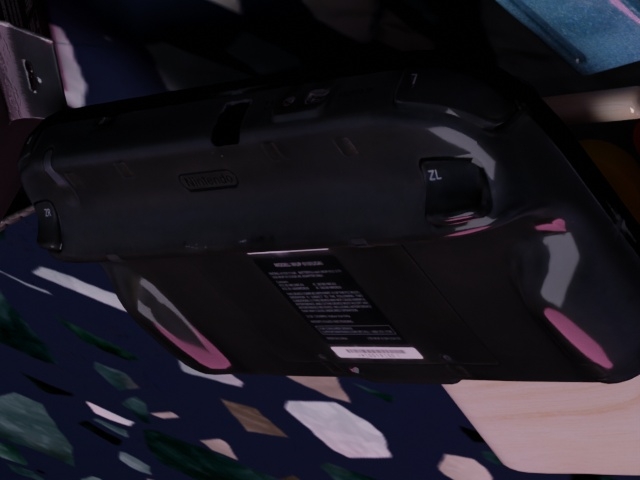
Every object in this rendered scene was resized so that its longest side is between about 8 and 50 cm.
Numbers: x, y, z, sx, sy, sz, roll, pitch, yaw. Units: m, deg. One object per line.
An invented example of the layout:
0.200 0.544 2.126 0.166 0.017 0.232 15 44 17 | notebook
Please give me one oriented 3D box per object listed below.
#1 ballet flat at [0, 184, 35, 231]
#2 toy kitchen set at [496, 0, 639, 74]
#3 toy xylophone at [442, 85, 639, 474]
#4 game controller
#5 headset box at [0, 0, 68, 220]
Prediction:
-0.175 -0.030 1.024 0.057 0.049 0.173 31 155 -13 | ballet flat
0.095 -0.071 0.534 0.122 0.166 0.207 38 153 -25 | toy kitchen set
0.132 0.011 0.761 0.322 0.081 0.236 1 133 46 | toy xylophone
0.000 0.000 0.765 0.319 0.067 0.166 -3 144 49 | game controller
-0.255 -0.118 0.850 0.293 0.110 0.218 22 156 10 | headset box
